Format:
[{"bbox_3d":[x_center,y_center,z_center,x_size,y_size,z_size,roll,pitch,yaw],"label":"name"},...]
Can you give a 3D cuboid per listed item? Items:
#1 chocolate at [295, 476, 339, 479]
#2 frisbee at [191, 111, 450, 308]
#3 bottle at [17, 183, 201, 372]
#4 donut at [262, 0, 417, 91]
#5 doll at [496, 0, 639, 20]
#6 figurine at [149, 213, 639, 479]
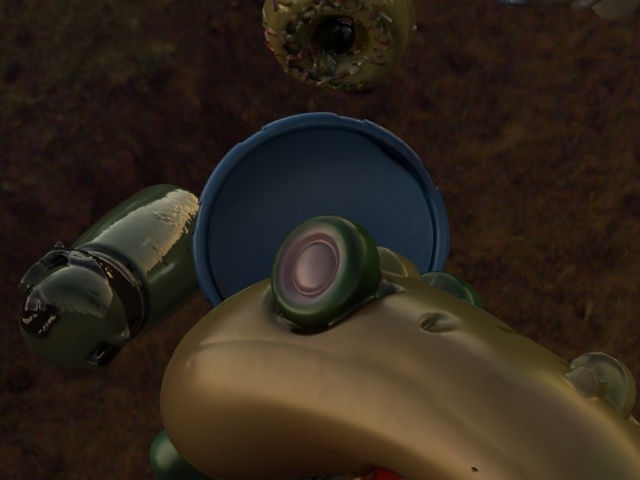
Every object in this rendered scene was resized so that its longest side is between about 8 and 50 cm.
[{"bbox_3d":[-0.064,0.270,1.681,0.110,0.248,0.110,-15,65,36],"label":"chocolate"},{"bbox_3d":[0.000,0.000,1.190,0.242,0.242,0.045,-14,10,-4],"label":"frisbee"},{"bbox_3d":[-0.261,0.049,1.658,0.168,0.168,0.347,10,23,17],"label":"bottle"},{"bbox_3d":[0.020,-0.232,1.385,0.175,0.174,0.068,-4,49,5],"label":"donut"},{"bbox_3d":[0.208,-0.241,0.924,0.376,0.187,0.366,-16,9,-34],"label":"doll"},{"bbox_3d":[0.035,0.124,0.616,0.324,0.124,0.222,30,90,43],"label":"figurine"}]
